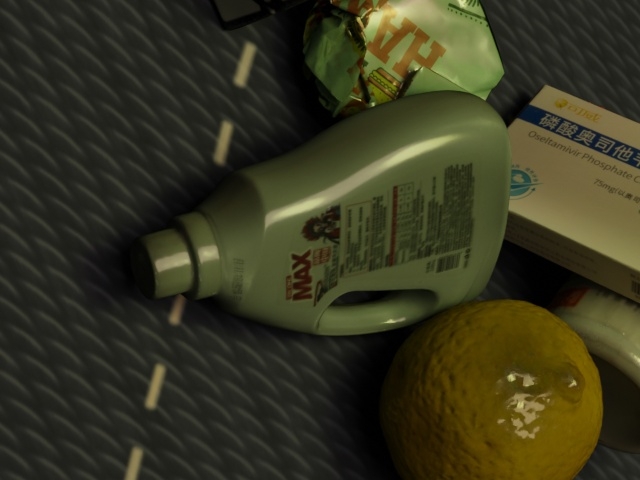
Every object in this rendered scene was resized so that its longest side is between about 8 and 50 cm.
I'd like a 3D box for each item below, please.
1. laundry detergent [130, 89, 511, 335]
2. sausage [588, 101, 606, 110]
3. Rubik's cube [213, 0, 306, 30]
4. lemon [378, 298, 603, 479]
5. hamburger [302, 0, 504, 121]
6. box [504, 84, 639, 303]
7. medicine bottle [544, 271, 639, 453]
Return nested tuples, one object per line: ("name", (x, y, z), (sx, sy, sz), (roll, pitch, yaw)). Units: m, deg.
("laundry detergent", (0.000, 0.000, 1.599), (0.397, 0.125, 0.264), (-15, 127, -27))
("sausage", (0.360, -0.127, 1.935), (0.031, 0.031, 0.107), (-40, 108, -30))
("Rubik's cube", (-0.014, -0.361, 1.600), (0.205, 0.205, 0.207), (-30, 101, -33))
("lemon", (0.183, 0.173, 1.650), (0.228, 0.253, 0.228), (18, 47, -20))
("hamburger", (0.085, -0.189, 1.701), (0.214, 0.125, 0.235), (-31, 124, -20))
("box", (0.348, -0.039, 1.753), (0.200, 0.343, 0.065), (-47, 149, -29))
("medicine bottle", (0.416, 0.055, 1.846), (0.371, 0.211, 0.211), (-48, 111, -28))
